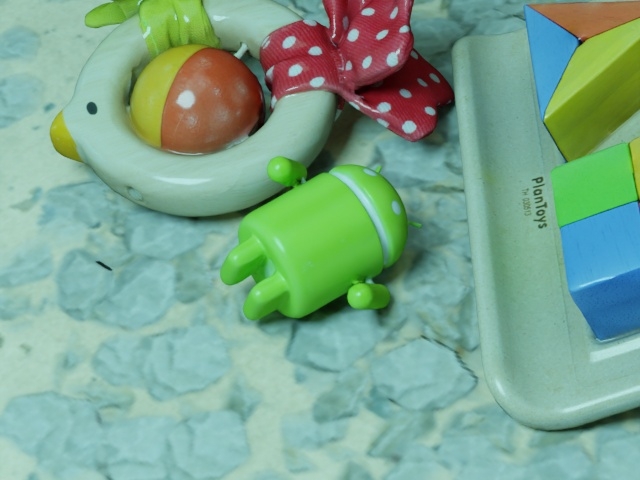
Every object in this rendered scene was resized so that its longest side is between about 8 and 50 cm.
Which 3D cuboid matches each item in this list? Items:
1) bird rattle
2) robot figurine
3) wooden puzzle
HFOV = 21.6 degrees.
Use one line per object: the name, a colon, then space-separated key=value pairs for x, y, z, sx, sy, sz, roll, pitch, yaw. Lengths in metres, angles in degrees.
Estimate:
bird rattle: x=-0.053 y=-0.097 z=1.051 sx=0.253 sy=0.143 sz=0.207 roll=26 pitch=65 yaw=13
robot figurine: x=0.000 y=0.000 z=0.953 sx=0.115 sy=0.067 sz=0.101 roll=-29 pitch=77 yaw=-20
wooden puzzle: x=0.242 y=-0.078 z=0.931 sx=0.347 sy=0.080 sz=0.322 roll=-17 pitch=43 yaw=16
